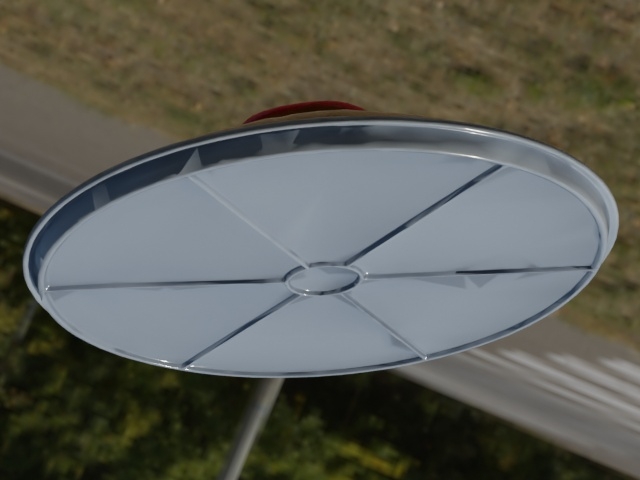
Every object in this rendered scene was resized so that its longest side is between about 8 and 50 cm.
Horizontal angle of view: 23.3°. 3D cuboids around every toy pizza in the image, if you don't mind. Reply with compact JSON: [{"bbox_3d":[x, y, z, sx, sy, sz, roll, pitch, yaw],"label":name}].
[{"bbox_3d":[0.000,0.000,0.532,0.201,0.032,0.201,-4,155,-2],"label":"toy pizza"}]
